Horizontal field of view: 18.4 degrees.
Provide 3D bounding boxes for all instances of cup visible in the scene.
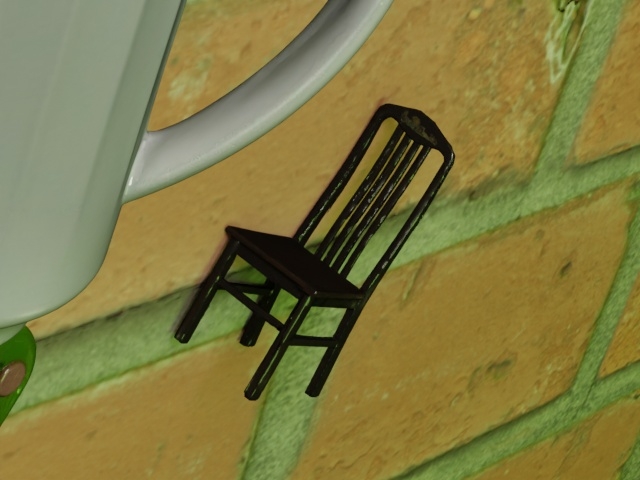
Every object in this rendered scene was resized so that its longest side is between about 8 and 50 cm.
[{"bbox_3d":[-0.128,-0.124,0.833,0.323,0.237,0.326,15,114,-11],"label":"cup"}]

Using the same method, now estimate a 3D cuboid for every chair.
[{"bbox_3d":[0.000,0.000,1.353,0.212,0.084,0.101,-60,153,12],"label":"chair"}]

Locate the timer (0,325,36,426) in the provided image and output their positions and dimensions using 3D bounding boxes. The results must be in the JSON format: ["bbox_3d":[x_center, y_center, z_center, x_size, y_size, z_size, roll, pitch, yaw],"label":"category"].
[{"bbox_3d":[-0.234,0.095,1.160,0.140,0.047,0.128,-57,151,7],"label":"timer"}]
